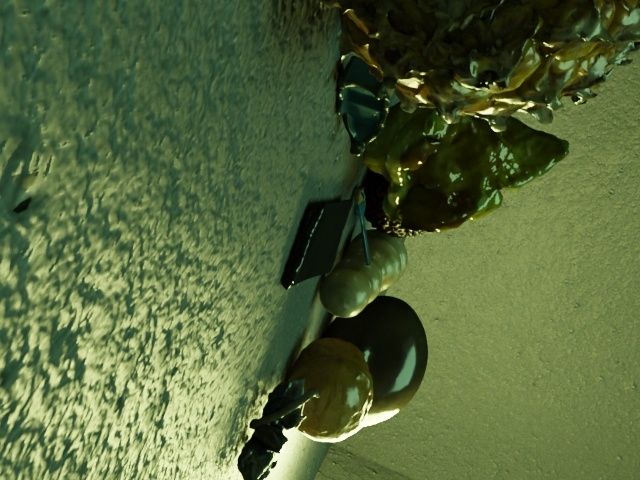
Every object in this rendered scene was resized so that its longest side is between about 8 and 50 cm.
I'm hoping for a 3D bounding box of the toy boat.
[{"bbox_3d":[0.057,-0.180,1.008,0.185,0.075,0.077,83,27,-78],"label":"toy boat"}]

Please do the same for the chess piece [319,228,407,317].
[{"bbox_3d":[0.081,0.081,1.549,0.261,0.143,0.142,-42,152,-57],"label":"chess piece"}]

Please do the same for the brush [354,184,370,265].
[{"bbox_3d":[0.086,-0.028,1.465,0.051,0.014,0.164,-38,122,-66],"label":"brush"}]

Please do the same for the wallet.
[{"bbox_3d":[0.001,0.000,1.222,0.146,0.030,0.285,-67,169,9],"label":"wallet"}]

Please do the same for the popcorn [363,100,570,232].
[{"bbox_3d":[0.238,-0.184,1.331,0.290,0.321,0.325,-145,-130,-64],"label":"popcorn"}]

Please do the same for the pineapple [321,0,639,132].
[{"bbox_3d":[0.168,-0.278,0.694,0.300,0.352,0.352,-21,132,-67],"label":"pineapple"}]

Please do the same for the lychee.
[{"bbox_3d":[0.176,-0.089,1.561,0.188,0.188,0.188,21,90,-80],"label":"lychee"}]

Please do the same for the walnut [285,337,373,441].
[{"bbox_3d":[0.019,0.310,1.510,0.195,0.195,0.221,-58,163,-48],"label":"walnut"}]

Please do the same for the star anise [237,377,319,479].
[{"bbox_3d":[-0.084,0.334,1.302,0.230,0.081,0.262,-56,175,-49],"label":"star anise"}]

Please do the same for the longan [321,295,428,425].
[{"bbox_3d":[0.125,0.298,1.800,0.350,0.288,0.288,-53,164,-28],"label":"longan"}]
